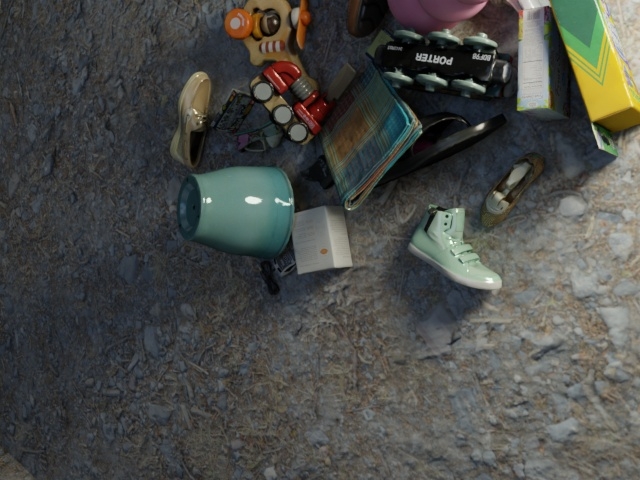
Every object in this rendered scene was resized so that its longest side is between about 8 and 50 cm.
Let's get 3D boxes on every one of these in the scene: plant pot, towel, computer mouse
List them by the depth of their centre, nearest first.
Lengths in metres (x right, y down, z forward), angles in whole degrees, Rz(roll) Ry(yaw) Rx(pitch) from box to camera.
[{"bbox_3d":[0.103,-0.270,1.585,0.271,0.040,0.370,-50,33,24],"label":"towel"},{"bbox_3d":[-0.250,-0.083,1.766,0.271,0.255,0.272,-3,87,57],"label":"plant pot"},{"bbox_3d":[-0.105,0.068,1.851,0.193,0.042,0.106,-42,64,34],"label":"computer mouse"}]

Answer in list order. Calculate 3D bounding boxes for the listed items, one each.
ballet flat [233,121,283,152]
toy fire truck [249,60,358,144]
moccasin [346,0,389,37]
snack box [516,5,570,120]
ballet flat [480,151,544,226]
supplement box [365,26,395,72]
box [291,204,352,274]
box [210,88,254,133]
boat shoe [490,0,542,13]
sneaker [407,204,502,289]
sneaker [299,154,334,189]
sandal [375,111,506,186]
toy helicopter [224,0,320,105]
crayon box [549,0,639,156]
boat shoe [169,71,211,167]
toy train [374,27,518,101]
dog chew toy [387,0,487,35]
[{"bbox_3d":[-0.167,-0.306,1.871,0.221,0.077,0.079,-12,103,39],"label":"ballet flat"},{"bbox_3d":[-0.039,-0.405,1.699,0.246,0.158,0.217,-42,104,-1],"label":"toy fire truck"},{"bbox_3d":[0.107,-0.709,1.620,0.147,0.139,0.380,5,94,36],"label":"moccasin"},{"bbox_3d":[0.478,-0.368,1.350,0.070,0.174,0.207,0,91,36],"label":"snack box"},{"bbox_3d":[0.427,-0.118,1.457,0.073,0.067,0.206,43,114,25],"label":"ballet flat"},{"bbox_3d":[0.177,-0.484,1.628,0.083,0.056,0.083,49,116,24],"label":"supplement box"},{"bbox_3d":[0.000,0.000,1.743,0.130,0.091,0.170,-12,84,34],"label":"box"},{"bbox_3d":[-0.260,-0.387,1.912,0.027,0.094,0.137,49,117,24],"label":"box"},{"bbox_3d":[0.419,-0.576,1.446,0.084,0.095,0.258,-38,60,34],"label":"boat shoe"},{"bbox_3d":[0.332,0.008,1.506,0.256,0.094,0.151,32,115,32],"label":"sneaker"},{"bbox_3d":[0.024,-0.206,1.745,0.170,0.051,0.089,-42,73,32],"label":"sneaker"},{"bbox_3d":[0.223,-0.223,1.530,0.446,0.167,0.107,-22,90,34],"label":"sandal"},{"bbox_3d":[-0.093,-0.547,1.795,0.235,0.140,0.355,-31,85,22],"label":"toy helicopter"},{"bbox_3d":[0.567,-0.339,1.272,0.083,0.203,0.323,-20,81,33],"label":"crayon box"},{"bbox_3d":[-0.391,-0.376,2.000,0.098,0.109,0.302,31,114,24],"label":"boat shoe"},{"bbox_3d":[0.292,-0.399,1.469,0.334,0.190,0.142,17,97,32],"label":"toy train"},{"bbox_3d":[0.282,-0.569,1.396,0.332,0.206,0.206,-152,69,-68],"label":"dog chew toy"}]
